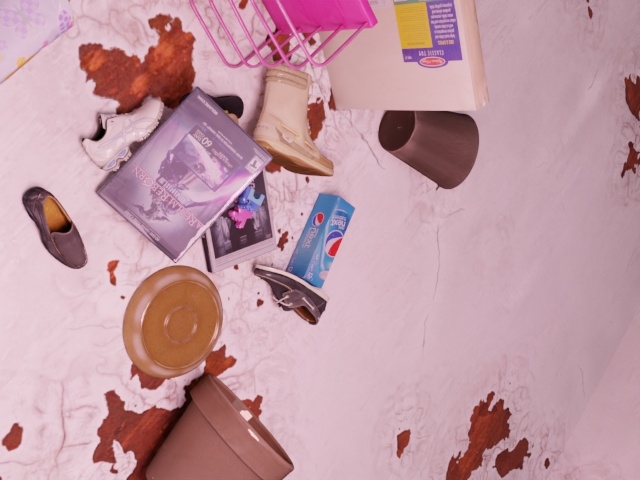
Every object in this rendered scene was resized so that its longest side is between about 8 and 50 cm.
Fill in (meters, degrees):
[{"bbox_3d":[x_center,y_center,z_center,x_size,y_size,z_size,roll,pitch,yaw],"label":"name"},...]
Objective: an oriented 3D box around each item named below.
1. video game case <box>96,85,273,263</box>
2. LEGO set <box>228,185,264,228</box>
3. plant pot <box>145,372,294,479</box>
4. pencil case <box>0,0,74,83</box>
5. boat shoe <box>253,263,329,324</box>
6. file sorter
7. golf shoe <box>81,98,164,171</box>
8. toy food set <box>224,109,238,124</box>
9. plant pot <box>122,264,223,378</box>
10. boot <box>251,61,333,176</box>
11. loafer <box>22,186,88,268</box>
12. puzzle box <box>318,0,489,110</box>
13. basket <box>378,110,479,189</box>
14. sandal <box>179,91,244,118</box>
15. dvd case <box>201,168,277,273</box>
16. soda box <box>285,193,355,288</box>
[{"bbox_3d":[-0.252,-0.123,1.426,0.196,0.026,0.274,43,84,-10],"label":"video game case"},{"bbox_3d":[-0.200,-0.081,1.505,0.227,0.087,0.093,31,75,-39],"label":"LEGO set"},{"bbox_3d":[-0.219,0.442,1.536,0.229,0.263,0.263,-44,126,-8],"label":"plant pot"},{"bbox_3d":[-0.520,-0.317,1.193,0.124,0.113,0.273,48,64,-15],"label":"pencil case"},{"bbox_3d":[-0.068,0.120,1.706,0.233,0.084,0.079,37,72,-43],"label":"boat shoe"},{"bbox_3d":[-0.083,-0.447,1.455,0.182,0.290,0.202,-48,126,-23],"label":"file sorter"},{"bbox_3d":[-0.361,-0.212,1.391,0.086,0.069,0.176,49,63,-29],"label":"golf shoe"},{"bbox_3d":[-0.196,-0.222,1.543,0.083,0.020,0.083,-52,157,-13],"label":"toy food set"},{"bbox_3d":[-0.289,0.169,1.545,0.236,0.032,0.237,-8,102,-42],"label":"plant pot"},{"bbox_3d":[-0.045,-0.256,1.657,0.262,0.095,0.204,20,76,-50],"label":"boot"},{"bbox_3d":[-0.459,-0.015,1.334,0.062,0.061,0.170,-46,126,-28],"label":"loafer"},{"bbox_3d":[0.159,-0.410,1.602,0.052,0.408,0.272,-30,118,-36],"label":"puzzle box"},{"bbox_3d":[0.268,-0.253,1.911,0.226,0.154,0.205,13,86,-40],"label":"basket"},{"bbox_3d":[-0.225,-0.266,1.530,0.179,0.040,0.067,-14,113,-56],"label":"sandal"},{"bbox_3d":[-0.182,-0.071,1.604,0.179,0.029,0.239,-22,112,-39],"label":"dvd case"},{"bbox_3d":[0.000,0.000,1.755,0.067,0.071,0.210,33,75,-41],"label":"soda box"}]
